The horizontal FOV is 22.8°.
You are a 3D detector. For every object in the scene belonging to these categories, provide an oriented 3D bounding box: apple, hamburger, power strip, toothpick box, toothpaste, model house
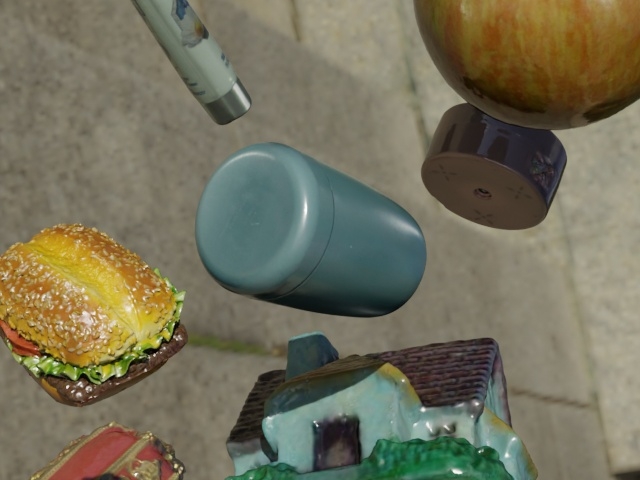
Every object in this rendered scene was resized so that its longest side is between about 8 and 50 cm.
[{"bbox_3d":[0.213,-0.220,1.445,0.264,0.264,0.264,-13,90,-68],"label":"apple"},{"bbox_3d":[-0.184,0.045,1.222,0.137,0.166,0.087,-29,138,-30],"label":"hamburger"},{"bbox_3d":[0.193,-0.082,1.753,0.154,0.154,0.078,53,52,-45],"label":"power strip"},{"bbox_3d":[0.000,0.000,1.264,0.184,0.120,0.120,20,59,-49],"label":"toothpick box"},{"bbox_3d":[-0.126,-0.184,1.196,0.239,0.039,0.062,55,5,-33],"label":"toothpaste"},{"bbox_3d":[0.056,0.174,1.504,0.230,0.281,0.248,59,25,-51],"label":"model house"}]

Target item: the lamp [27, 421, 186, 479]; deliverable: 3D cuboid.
[{"bbox_3d":[-0.275,0.335,1.891,0.274,0.177,0.177,-39,115,-48],"label":"lamp"}]
